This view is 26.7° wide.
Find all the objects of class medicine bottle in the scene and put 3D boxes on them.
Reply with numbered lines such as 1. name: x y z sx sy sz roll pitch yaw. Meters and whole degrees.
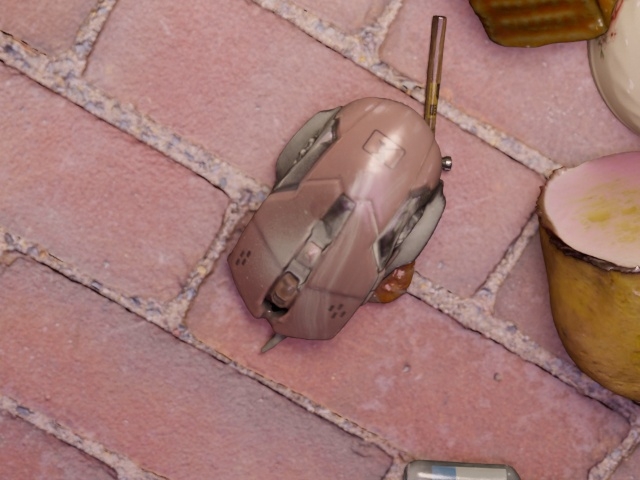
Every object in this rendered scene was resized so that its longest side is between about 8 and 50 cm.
1. medicine bottle: 0.208 0.327 1.715 0.208 0.054 0.090 4 110 -2

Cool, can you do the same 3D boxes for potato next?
1. potato: 0.372 0.064 1.560 0.229 0.229 0.266 -12 124 4

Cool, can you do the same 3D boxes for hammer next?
1. hammer: 0.127 -0.170 1.559 0.062 0.017 0.182 2 108 -1

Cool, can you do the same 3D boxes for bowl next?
1. bowl: 0.442 -0.214 1.480 0.277 0.145 0.277 0 108 1

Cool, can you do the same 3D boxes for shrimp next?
1. shrimp: 0.053 -0.008 1.603 0.101 0.042 0.190 -12 110 12

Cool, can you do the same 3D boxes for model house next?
1. model house: 0.263 -0.324 1.411 0.268 0.173 0.239 -5 108 16

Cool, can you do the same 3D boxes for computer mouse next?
1. computer mouse: -0.002 0.001 1.541 0.199 0.115 0.389 37 120 7
